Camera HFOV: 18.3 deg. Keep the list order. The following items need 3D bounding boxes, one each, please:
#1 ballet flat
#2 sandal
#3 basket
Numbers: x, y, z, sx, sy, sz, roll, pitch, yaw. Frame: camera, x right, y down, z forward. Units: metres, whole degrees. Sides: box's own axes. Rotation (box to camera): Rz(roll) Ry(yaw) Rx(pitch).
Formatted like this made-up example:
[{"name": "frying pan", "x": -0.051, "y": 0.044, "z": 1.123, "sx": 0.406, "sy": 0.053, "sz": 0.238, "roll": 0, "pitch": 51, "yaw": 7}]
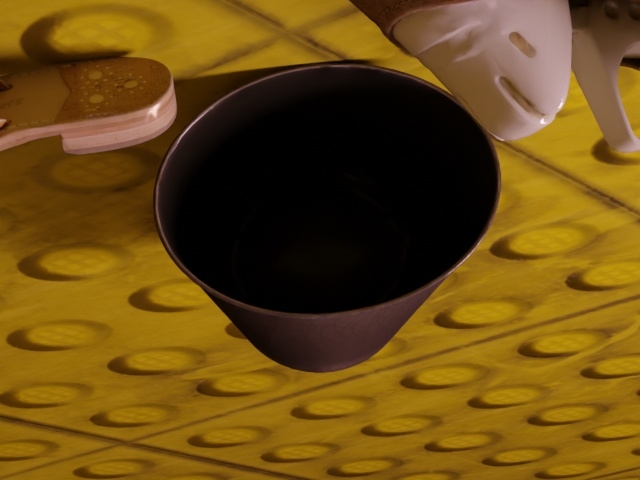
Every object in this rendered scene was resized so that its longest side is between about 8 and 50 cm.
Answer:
[{"name": "ballet flat", "x": 0.137, "y": -0.108, "z": 1.024, "sx": 0.342, "sy": 0.124, "sz": 0.116, "roll": 5, "pitch": 166, "yaw": -30}, {"name": "sandal", "x": -0.202, "y": -0.084, "z": 1.097, "sx": 0.240, "sy": 0.088, "sz": 0.079, "roll": -12, "pitch": 130, "yaw": -7}, {"name": "basket", "x": 0.000, "y": 0.000, "z": 1.266, "sx": 0.204, "sy": 0.154, "sz": 0.227, "roll": -9, "pitch": 165, "yaw": -5}]
